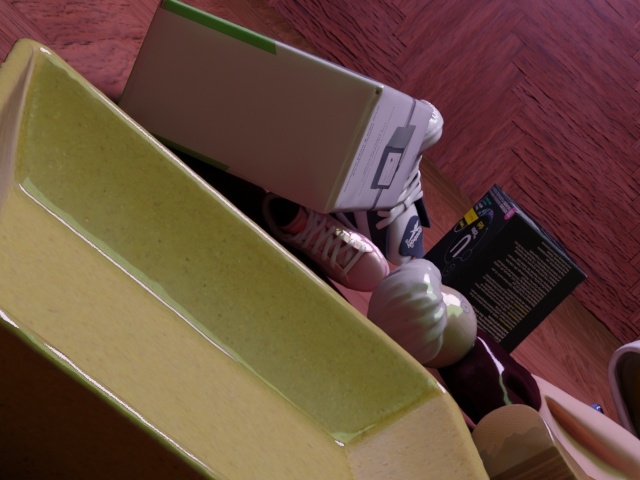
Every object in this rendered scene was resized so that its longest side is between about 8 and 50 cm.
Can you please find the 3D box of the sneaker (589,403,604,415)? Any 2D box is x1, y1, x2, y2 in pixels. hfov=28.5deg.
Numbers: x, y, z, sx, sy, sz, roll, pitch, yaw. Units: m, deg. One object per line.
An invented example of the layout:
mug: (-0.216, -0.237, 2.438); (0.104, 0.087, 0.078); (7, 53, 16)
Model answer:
sneaker: (0.328, 0.249, 1.313); (0.209, 0.082, 0.069); (42, 9, -20)

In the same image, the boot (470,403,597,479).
boot: (0.162, 0.243, 0.673); (0.211, 0.104, 0.295); (55, 18, -29)

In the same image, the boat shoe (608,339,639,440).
boat shoe: (0.366, 0.256, 1.190); (0.156, 0.136, 0.367); (10, 56, -46)

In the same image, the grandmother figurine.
grandmother figurine: (0.166, 0.137, 1.094); (0.342, 0.104, 0.208); (42, 2, -25)

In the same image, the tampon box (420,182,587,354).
tampon box: (0.163, 0.044, 1.260); (0.101, 0.161, 0.120); (42, 9, -13)

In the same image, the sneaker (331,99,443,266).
sneaker: (0.085, -0.048, 1.333); (0.094, 0.235, 0.153); (-41, 98, -36)

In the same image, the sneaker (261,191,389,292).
sneaker: (0.000, 0.000, 1.121); (0.134, 0.051, 0.070); (41, 9, 8)

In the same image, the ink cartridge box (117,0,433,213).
ink cartridge box: (-0.028, -0.110, 1.109); (0.198, 0.114, 0.273); (24, 7, 11)

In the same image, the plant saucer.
plant saucer: (-0.047, 0.072, 0.578); (0.333, 0.081, 0.333); (40, 11, -17)
